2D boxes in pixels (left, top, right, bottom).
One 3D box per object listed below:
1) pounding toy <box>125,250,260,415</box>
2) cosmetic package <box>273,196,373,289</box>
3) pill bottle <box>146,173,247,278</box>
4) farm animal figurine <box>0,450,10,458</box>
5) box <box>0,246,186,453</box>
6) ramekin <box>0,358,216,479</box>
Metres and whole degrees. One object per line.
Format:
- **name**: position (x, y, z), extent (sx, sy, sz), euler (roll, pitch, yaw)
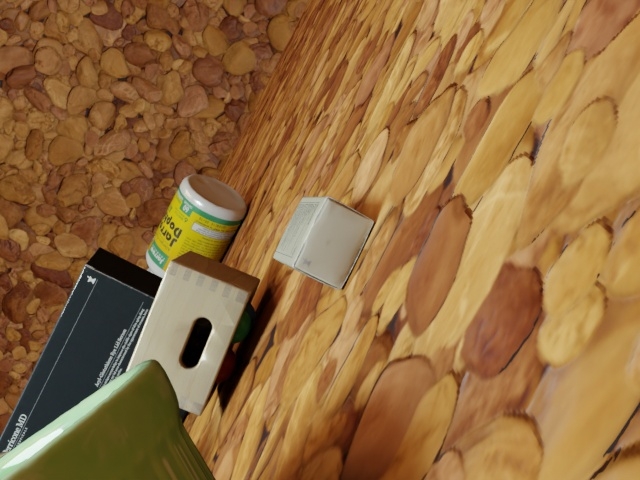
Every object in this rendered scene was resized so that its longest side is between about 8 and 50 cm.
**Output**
- **pounding toy**: position (-0.129, 0.112, 1.034), extent (0.206, 0.094, 0.181), euler (-72, 4, -86)
- **cosmetic package**: position (0.000, 0.000, 0.771), extent (0.060, 0.041, 0.115), euler (-63, 10, -1)
- **pill bottle**: position (-0.215, 0.006, 1.643), extent (0.208, 0.117, 0.117), euler (-60, 11, 21)
- **farm animal figurine**: position (-0.277, 0.304, 0.936), extent (0.330, 0.172, 0.326), euler (-28, 6, -22)
- **box**: position (-0.248, 0.169, 1.206), extent (0.261, 0.184, 0.103), euler (-61, 11, 10)
- **ramekin**: position (-0.160, 0.204, 0.469), extent (0.303, 0.148, 0.303), euler (-36, 2, 1)
